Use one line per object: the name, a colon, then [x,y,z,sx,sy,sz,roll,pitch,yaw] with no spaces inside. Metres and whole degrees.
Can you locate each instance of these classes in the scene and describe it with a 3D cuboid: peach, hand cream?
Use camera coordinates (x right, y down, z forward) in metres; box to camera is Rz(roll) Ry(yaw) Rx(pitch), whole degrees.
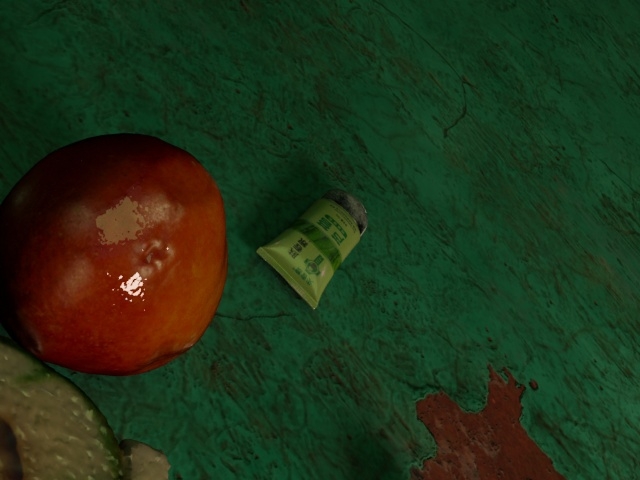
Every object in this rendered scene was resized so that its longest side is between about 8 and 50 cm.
peach: [-0.197,0.020,1.102,0.243,0.199,0.243,-11,105,-45]
hand cream: [0.000,0.000,1.404,0.095,0.046,0.175,46,41,-4]

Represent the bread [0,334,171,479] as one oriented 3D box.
bread: [-0.266,0.226,0.916,0.382,0.129,0.366,2,56,-41]
